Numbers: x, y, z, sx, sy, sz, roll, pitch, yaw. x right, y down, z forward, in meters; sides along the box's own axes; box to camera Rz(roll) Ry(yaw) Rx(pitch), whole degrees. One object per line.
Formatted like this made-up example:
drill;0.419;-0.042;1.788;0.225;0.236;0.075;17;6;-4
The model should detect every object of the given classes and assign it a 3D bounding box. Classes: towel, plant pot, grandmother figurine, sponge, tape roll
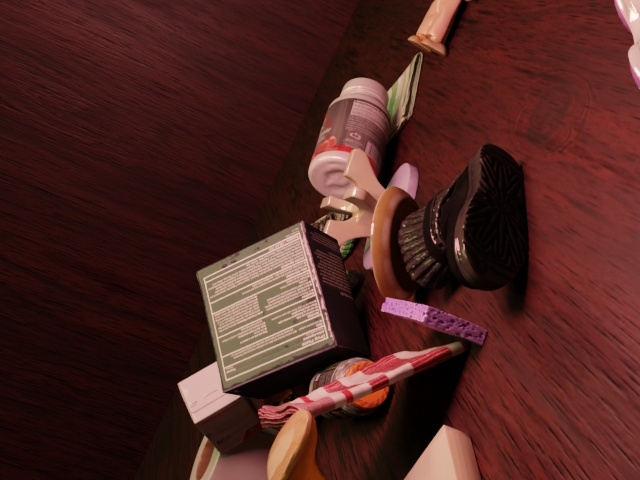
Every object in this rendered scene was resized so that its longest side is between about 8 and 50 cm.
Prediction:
towel;0.068;0.246;1.543;0.037;0.328;0.237;69;156;5
plant pot;0.163;0.010;1.764;0.032;0.236;0.236;-2;57;28
grandmother figurine;0.346;-0.652;2.285;0.207;0.104;0.343;34;98;48
sponge;0.194;0.138;1.556;0.210;0.117;0.031;-178;108;-75
towel;0.182;-0.351;2.513;0.325;0.038;0.248;-48;23;53
tape roll;-0.216;0.578;2.264;0.246;0.169;0.246;-60;16;29

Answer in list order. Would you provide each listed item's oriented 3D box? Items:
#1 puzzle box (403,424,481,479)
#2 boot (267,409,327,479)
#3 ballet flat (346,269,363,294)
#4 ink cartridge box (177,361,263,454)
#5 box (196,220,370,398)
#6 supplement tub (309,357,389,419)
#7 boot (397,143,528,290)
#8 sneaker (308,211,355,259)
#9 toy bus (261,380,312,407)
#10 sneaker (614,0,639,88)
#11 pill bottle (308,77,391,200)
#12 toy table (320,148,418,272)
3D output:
puzzle box;0.127;0.517;1.353;0.409;0.052;0.272;-60;16;25
boot;0.011;0.409;1.402;0.104;0.211;0.295;-102;31;-64
ballet flat;0.050;0.146;2.203;0.173;0.049;0.057;-63;14;16
ink cartridge box;-0.235;0.394;2.107;0.128;0.176;0.127;-30;50;-6
box;-0.086;0.163;1.969;0.296;0.182;0.294;-25;65;21
supplement tub;0.059;0.300;1.797;0.190;0.117;0.117;-35;35;66
boot;0.235;0.013;1.561;0.260;0.131;0.348;-46;14;39
sneaker;0.000;0.000;2.414;0.343;0.146;0.134;-53;20;41
toy bus;-0.076;0.340;2.150;0.149;0.220;0.211;-45;-14;3
sneaker;0.499;-0.316;1.231;0.152;0.114;0.305;-37;35;38
pill bottle;0.087;-0.270;2.318;0.176;0.176;0.319;-48;21;52
toy table;0.109;-0.078;2.115;0.252;0.160;0.274;-35;35;64
